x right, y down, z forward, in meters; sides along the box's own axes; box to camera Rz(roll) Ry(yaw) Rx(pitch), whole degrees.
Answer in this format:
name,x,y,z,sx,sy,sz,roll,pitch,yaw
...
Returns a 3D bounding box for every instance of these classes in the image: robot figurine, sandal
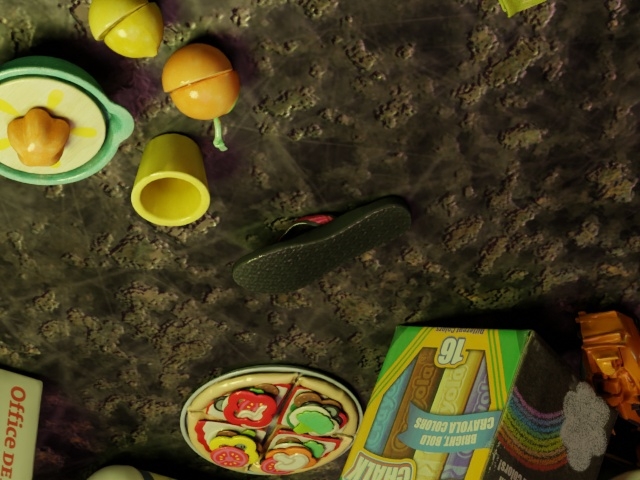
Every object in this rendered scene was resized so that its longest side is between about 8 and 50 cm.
name,x,y,z,sx,sy,sz,roll,pitch,yaw
robot figurine,0.369,0.166,1.620,0.211,0.085,0.291,-14,136,13
sandal,0.000,0.000,1.459,0.179,0.040,0.067,-23,141,1

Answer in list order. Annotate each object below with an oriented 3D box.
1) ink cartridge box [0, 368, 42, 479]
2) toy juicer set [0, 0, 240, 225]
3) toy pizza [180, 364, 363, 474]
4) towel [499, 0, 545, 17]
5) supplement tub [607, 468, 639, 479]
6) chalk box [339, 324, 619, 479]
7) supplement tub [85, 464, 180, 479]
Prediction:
name,x,y,z,sx,sy,sz,roll,pitch,yaw
ink cartridge box,-0.433,0.209,1.532,0.283,0.207,0.117,19,135,-23
toy juicer set,-0.221,-0.124,1.267,0.329,0.089,0.209,16,135,-19
toy pizza,-0.053,0.206,1.679,0.201,0.032,0.201,-2,137,-1
towel,0.148,-0.273,1.175,0.102,0.021,0.237,-18,136,17
supplement tub,0.388,0.386,1.695,0.193,0.194,0.316,-16,150,14
chalk box,0.141,0.251,1.517,0.179,0.289,0.180,0,148,45
supplement tub,-0.129,0.403,1.742,0.324,0.235,0.235,20,133,-23
